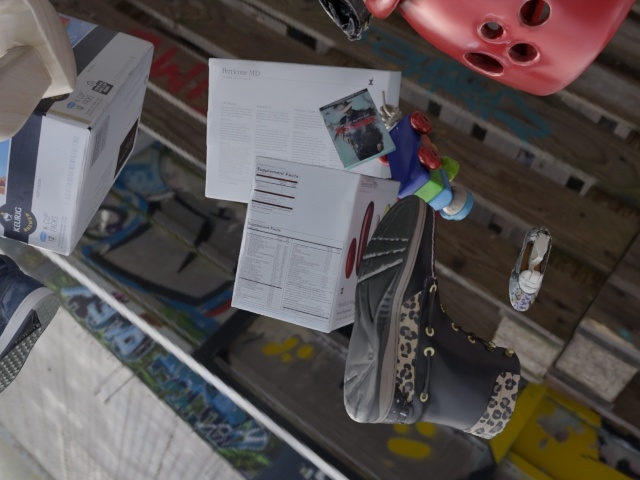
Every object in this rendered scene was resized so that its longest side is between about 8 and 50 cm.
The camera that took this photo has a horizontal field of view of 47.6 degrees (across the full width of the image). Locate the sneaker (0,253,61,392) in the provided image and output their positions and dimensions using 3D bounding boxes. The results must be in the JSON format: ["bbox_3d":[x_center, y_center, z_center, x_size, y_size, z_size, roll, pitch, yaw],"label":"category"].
[{"bbox_3d":[-0.500,0.125,1.049,0.163,0.226,0.086,35,179,13],"label":"sneaker"}]

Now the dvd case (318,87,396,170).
[{"bbox_3d":[0.057,-0.177,1.152,0.013,0.087,0.119,63,-175,-67],"label":"dvd case"}]

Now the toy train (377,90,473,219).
[{"bbox_3d":[0.173,-0.147,1.212,0.143,0.248,0.105,29,127,-29],"label":"toy train"}]

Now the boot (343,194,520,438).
[{"bbox_3d":[0.127,0.086,0.764,0.179,0.236,0.085,18,165,-25],"label":"boot"}]

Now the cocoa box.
[{"bbox_3d":[-0.429,-0.186,1.127,0.228,0.347,0.231,17,124,-7],"label":"cocoa box"}]

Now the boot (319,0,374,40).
[{"bbox_3d":[0.090,-0.382,1.111,0.263,0.229,0.091,44,145,-24],"label":"boot"}]

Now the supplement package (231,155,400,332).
[{"bbox_3d":[0.000,0.000,1.001,0.149,0.194,0.203,13,97,21],"label":"supplement package"}]

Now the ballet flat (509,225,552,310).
[{"bbox_3d":[0.268,0.033,0.919,0.041,0.114,0.041,17,170,3],"label":"ballet flat"}]

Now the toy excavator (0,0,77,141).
[{"bbox_3d":[-0.373,-0.145,0.639,0.222,0.432,0.445,-10,154,6],"label":"toy excavator"}]

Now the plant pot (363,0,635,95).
[{"bbox_3d":[0.130,-0.224,0.544,0.174,0.191,0.191,16,147,-7],"label":"plant pot"}]

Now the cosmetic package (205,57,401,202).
[{"bbox_3d":[-0.041,-0.209,1.448,0.377,0.097,0.284,9,107,19],"label":"cosmetic package"}]
